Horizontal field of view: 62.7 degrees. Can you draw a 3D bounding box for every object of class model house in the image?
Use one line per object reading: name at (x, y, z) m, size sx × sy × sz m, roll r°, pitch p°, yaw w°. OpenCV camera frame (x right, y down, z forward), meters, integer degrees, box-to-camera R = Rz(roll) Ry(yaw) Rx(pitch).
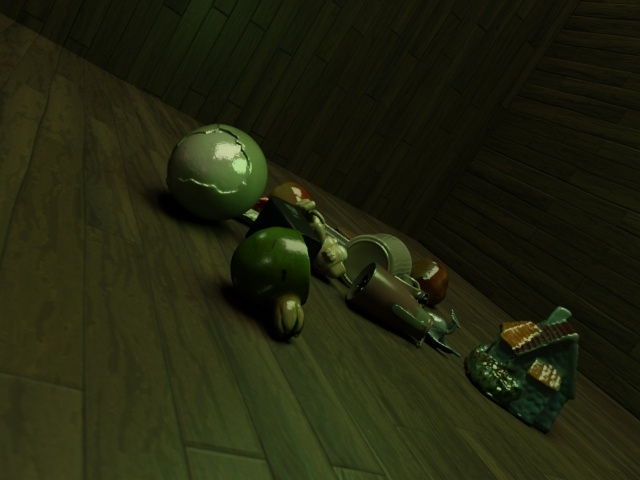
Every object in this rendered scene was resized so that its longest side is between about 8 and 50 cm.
model house at (0.683, 0.360, 1.678) m, size 0.297 × 0.338 × 0.360 m, roll 37°, pitch 12°, yaw 14°

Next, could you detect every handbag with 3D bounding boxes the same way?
handbag at (0.137, 0.006, 2.410) m, size 0.151 × 0.072 × 0.193 m, roll 39°, pitch 14°, yaw 32°

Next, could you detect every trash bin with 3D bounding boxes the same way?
trash bin at (-0.107, -0.001, 1.516) m, size 0.115 × 0.165 × 0.225 m, roll 26°, pitch 15°, yaw -34°

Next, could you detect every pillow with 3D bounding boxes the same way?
pillow at (-0.288, -0.110, 1.775) m, size 0.229 × 0.050 × 0.128 m, roll 29°, pitch -1°, yaw -27°

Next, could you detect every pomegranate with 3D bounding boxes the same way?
pomegranate at (-0.113, 0.092, 1.152) m, size 0.159 × 0.240 × 0.190 m, roll -8°, pitch 0°, yaw -17°

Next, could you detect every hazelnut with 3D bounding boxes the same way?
hazelnut at (0.465, 0.182, 2.319) m, size 0.186 × 0.209 × 0.210 m, roll 12°, pitch 4°, yaw 20°

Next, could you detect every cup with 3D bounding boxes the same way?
cup at (0.211, 0.108, 1.884) m, size 0.288 × 0.208 × 0.273 m, roll 63°, pitch 18°, yaw 10°

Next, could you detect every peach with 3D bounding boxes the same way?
peach at (-0.120, -0.138, 2.062) m, size 0.184 × 0.184 × 0.184 m, roll 31°, pitch 11°, yaw -7°

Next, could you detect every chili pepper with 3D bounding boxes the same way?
chili pepper at (-0.250, -0.132, 1.867) m, size 0.191 × 0.059 × 0.050 m, roll 0°, pitch 40°, yaw -1°

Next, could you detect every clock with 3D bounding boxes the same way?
clock at (0.042, -0.005, 2.210) m, size 0.197 × 0.063 × 0.150 m, roll 36°, pitch 11°, yaw 16°

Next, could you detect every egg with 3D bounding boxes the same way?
egg at (-0.297, -0.193, 1.506) m, size 0.279 × 0.278 × 0.336 m, roll 32°, pitch 9°, yaw -1°

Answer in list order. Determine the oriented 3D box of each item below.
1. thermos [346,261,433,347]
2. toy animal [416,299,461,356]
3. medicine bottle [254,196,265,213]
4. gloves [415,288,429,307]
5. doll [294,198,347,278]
thermos at (0.228, 0.203, 1.617) m, size 0.265 × 0.145 × 0.176 m, roll 37°, pitch 4°, yaw -7°
toy animal at (0.387, 0.300, 1.808) m, size 0.255 × 0.177 × 0.239 m, roll 66°, pitch 14°, yaw -4°
medicine bottle at (-0.137, -0.055, 1.896) m, size 0.309 × 0.076 × 0.111 m, roll 40°, pitch 30°, yaw 28°
gloves at (0.320, 0.162, 2.126) m, size 0.285 × 0.119 × 0.142 m, roll 56°, pitch 10°, yaw 31°
doll at (-0.001, -0.001, 1.681) m, size 0.154 × 0.119 × 0.277 m, roll 38°, pitch -27°, yaw 57°
